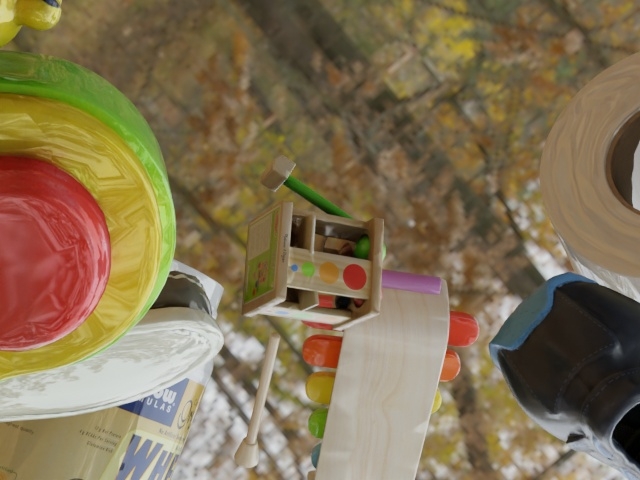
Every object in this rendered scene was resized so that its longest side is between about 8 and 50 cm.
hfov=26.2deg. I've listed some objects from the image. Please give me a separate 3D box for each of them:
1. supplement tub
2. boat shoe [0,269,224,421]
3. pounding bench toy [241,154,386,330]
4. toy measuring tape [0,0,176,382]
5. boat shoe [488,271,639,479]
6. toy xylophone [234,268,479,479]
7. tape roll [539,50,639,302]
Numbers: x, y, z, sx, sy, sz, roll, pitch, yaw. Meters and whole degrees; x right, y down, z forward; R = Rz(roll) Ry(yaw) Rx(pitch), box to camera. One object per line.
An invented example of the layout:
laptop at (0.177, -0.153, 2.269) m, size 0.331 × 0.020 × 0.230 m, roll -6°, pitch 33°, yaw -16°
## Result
supplement tub at (-0.233, 0.155, 1.254) m, size 0.228 × 0.228 × 0.316 m, roll 165°, pitch -53°, yaw -75°
boat shoe at (-0.205, 0.059, 0.823) m, size 0.305 × 0.109 × 0.091 m, roll -14°, pitch -122°, yaw 14°
pounding bench toy at (0.000, 0.000, 0.729) m, size 0.052 × 0.065 × 0.083 m, roll 150°, pitch -54°, yaw -63°
toy measuring tape at (-0.113, 0.048, 0.532) m, size 0.121 × 0.330 × 0.121 m, roll 2°, pitch -157°, yaw -1°
boat shoe at (0.178, 0.100, 0.660) m, size 0.109 × 0.258 × 0.089 m, roll -58°, pitch -139°, yaw 18°
toy xylophone at (0.035, 0.176, 1.569) m, size 0.081 × 0.236 × 0.322 m, roll -94°, pitch -159°, yaw -60°
tape roll at (0.326, -0.027, 1.176) m, size 0.246 × 0.169 × 0.246 m, roll -13°, pitch -128°, yaw 18°
